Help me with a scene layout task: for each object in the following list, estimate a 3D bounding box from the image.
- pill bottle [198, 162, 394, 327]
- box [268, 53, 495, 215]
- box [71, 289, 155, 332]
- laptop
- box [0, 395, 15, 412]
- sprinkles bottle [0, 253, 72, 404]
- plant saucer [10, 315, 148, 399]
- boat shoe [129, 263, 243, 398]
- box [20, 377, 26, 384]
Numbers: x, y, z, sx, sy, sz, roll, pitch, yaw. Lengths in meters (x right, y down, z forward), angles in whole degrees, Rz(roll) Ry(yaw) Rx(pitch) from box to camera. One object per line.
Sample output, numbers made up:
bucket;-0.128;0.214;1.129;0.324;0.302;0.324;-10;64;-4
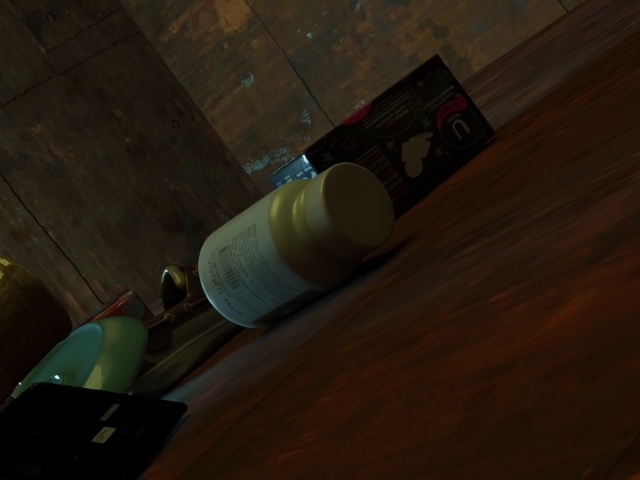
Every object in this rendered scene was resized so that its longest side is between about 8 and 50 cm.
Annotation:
pill bottle;-0.026;0.004;1.489;0.229;0.131;0.131;-32;7;45
box;0.082;-0.112;1.782;0.247;0.142;0.163;-37;3;-22
box;-0.294;0.157;1.927;0.123;0.128;0.257;-38;5;-11
laptop;-0.292;0.243;1.293;0.264;0.136;0.234;7;17;9
box;-0.407;0.253;1.537;0.094;0.027;0.137;-34;25;40
sprinkles bottle;-0.400;0.170;1.269;0.355;0.121;0.121;-49;10;-25
plant saucer;-0.322;0.208;1.543;0.317;0.044;0.317;-42;22;21
boat shoe;-0.164;0.080;1.763;0.342;0.123;0.123;-40;6;-32
box;-0.383;0.185;1.818;0.036;0.207;0.114;-36;5;5
